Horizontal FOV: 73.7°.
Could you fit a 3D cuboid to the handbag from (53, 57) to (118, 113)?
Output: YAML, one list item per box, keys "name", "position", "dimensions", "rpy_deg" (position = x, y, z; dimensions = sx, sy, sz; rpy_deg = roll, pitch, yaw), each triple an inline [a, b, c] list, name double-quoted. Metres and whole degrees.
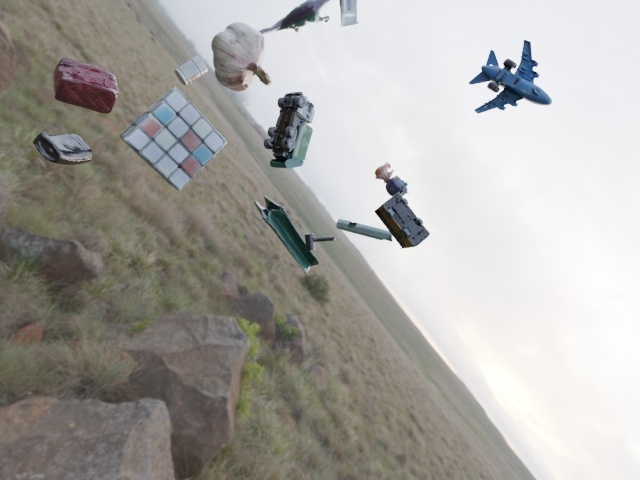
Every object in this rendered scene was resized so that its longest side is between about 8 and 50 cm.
- name: "handbag"
  position: [-0.933, -0.614, 1.701]
  dimensions: [0.225, 0.146, 0.135]
  rpy_deg: [7, 59, -40]

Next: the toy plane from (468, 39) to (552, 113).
- name: "toy plane"
  position: [0.608, -0.498, 1.348]
  dimensions: [0.105, 0.254, 0.271]
  rpy_deg: [11, 29, -45]

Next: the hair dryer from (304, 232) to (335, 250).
- name: "hair dryer"
  position: [0.000, 0.000, 1.166]
  dimensions: [0.026, 0.084, 0.047]
  rpy_deg: [-79, 163, -81]

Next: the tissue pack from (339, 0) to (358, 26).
- name: "tissue pack"
  position: [0.107, -0.947, 1.671]
  dimensions: [0.026, 0.123, 0.192]
  rpy_deg: [13, -57, 33]

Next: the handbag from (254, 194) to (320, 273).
- name: "handbag"
  position: [-0.137, -0.028, 1.757]
  dimensions: [0.326, 0.089, 0.238]
  rpy_deg: [55, -5, -31]

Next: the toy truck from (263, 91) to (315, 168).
- name: "toy truck"
  position: [-0.099, -0.359, 1.427]
  dimensions: [0.114, 0.253, 0.124]
  rpy_deg: [10, -9, 39]

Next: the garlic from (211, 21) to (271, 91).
- name: "garlic"
  position: [-0.262, -0.641, 1.553]
  dimensions: [0.253, 0.245, 0.245]
  rpy_deg: [37, -2, 17]

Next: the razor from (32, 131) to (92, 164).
- name: "razor"
  position: [-0.677, -0.240, 1.128]
  dimensions: [0.090, 0.054, 0.148]
  rpy_deg: [48, 13, -6]

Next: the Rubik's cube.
- name: "Rubik's cube"
  position: [-0.537, -0.366, 1.552]
  dimensions: [0.259, 0.253, 0.256]
  rpy_deg: [46, -9, -29]

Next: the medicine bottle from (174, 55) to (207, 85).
- name: "medicine bottle"
  position: [-0.412, -0.541, 1.362]
  dimensions: [0.057, 0.089, 0.057]
  rpy_deg: [47, -13, 14]

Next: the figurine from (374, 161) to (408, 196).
- name: "figurine"
  position: [0.328, -0.266, 1.982]
  dimensions: [0.195, 0.102, 0.111]
  rpy_deg: [47, -39, 20]

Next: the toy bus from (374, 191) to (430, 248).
- name: "toy bus"
  position: [0.277, -0.061, 1.463]
  dimensions: [0.182, 0.091, 0.103]
  rpy_deg: [53, -20, 1]

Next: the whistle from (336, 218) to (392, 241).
- name: "whistle"
  position: [0.231, -0.053, 2.230]
  dimensions: [0.312, 0.062, 0.062]
  rpy_deg: [16, -15, 26]

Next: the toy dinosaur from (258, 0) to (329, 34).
- name: "toy dinosaur"
  position: [-0.100, -1.001, 1.906]
  dimensions: [0.331, 0.384, 0.129]
  rpy_deg: [-48, 120, -48]
